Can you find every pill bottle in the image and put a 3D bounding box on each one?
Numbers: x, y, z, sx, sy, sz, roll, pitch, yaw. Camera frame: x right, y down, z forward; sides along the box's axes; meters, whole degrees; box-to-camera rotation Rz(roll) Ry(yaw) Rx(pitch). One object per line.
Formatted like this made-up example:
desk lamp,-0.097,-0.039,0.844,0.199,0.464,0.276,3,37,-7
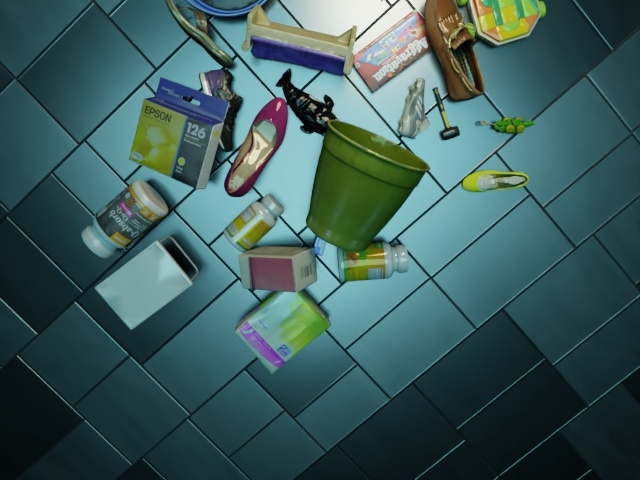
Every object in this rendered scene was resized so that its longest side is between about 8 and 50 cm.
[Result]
pill bottle,0.186,0.073,1.936,0.246,0.136,0.136,-5,100,0
pill bottle,-0.689,-0.072,1.897,0.278,0.162,0.162,-39,98,6
pill bottle,-0.234,-0.064,1.922,0.208,0.117,0.117,-43,97,6

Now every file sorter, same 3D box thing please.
file sorter,-0.607,0.141,1.928,0.278,0.173,0.192,-36,99,6

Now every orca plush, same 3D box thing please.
orca plush,-0.034,-0.468,1.860,0.151,0.102,0.287,-32,98,5

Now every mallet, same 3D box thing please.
mallet,0.426,-0.444,1.903,0.062,0.039,0.189,-27,94,7

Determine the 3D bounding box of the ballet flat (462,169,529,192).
ballet flat,0.628,-0.212,1.918,0.231,0.077,0.077,-4,100,1

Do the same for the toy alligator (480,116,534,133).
toy alligator,0.653,-0.399,1.902,0.190,0.056,0.051,0,140,0

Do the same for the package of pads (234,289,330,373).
package of pads,-0.145,0.311,1.996,0.297,0.101,0.229,-40,99,5

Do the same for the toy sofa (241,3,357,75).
toy sofa,-0.067,-0.636,1.776,0.363,0.150,0.177,12,128,-2

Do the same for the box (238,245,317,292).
box,-0.147,0.097,1.887,0.233,0.149,0.126,1,103,31

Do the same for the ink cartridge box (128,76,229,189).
ink cartridge box,-0.486,-0.368,1.835,0.304,0.072,0.307,24,107,19

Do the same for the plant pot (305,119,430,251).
plant pot,0.120,-0.166,1.813,0.367,0.366,0.352,24,111,-4

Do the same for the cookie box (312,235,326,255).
cookie box,0.000,0.000,1.938,0.040,0.107,0.091,16,100,-3

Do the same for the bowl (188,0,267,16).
bowl,-0.310,-0.942,1.792,0.392,0.077,0.390,0,100,0

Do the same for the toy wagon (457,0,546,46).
toy wagon,0.598,-0.839,1.816,0.268,0.068,0.344,-17,99,2

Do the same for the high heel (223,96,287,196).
high heel,-0.213,-0.317,1.845,0.127,0.181,0.377,23,99,-4

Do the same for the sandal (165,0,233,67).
sandal,-0.402,-0.713,1.818,0.303,0.120,0.086,42,91,-15

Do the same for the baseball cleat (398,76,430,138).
baseball cleat,0.343,-0.459,1.890,0.110,0.072,0.205,16,104,-17

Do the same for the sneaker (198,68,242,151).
sneaker,-0.325,-0.452,1.865,0.124,0.107,0.283,-14,100,-4

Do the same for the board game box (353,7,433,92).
board game box,0.254,-0.654,1.868,0.281,0.027,0.145,-36,99,6

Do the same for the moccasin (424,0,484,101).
moccasin,0.452,-0.655,1.791,0.139,0.147,0.379,-21,100,-27
